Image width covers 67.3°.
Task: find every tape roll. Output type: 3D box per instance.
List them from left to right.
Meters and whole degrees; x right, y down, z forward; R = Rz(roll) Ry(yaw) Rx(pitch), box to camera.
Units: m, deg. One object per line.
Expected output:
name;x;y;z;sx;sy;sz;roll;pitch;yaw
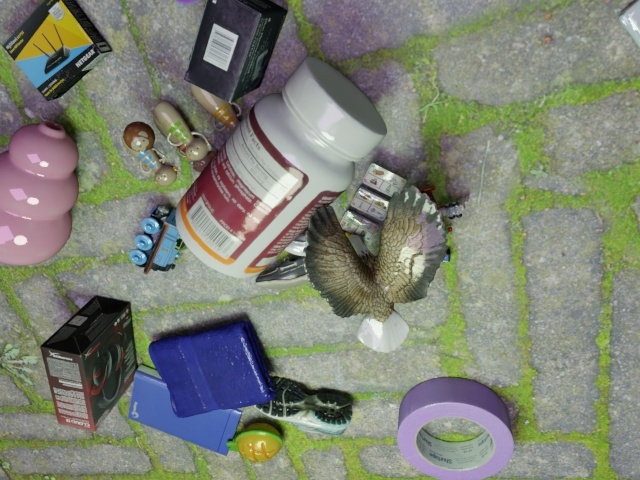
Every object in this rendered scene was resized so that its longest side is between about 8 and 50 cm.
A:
tape roll;0.333;0.476;1.204;0.275;0.090;0.274;5;118;10

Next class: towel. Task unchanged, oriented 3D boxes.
towel;-0.282;0.334;1.255;0.308;0.076;0.227;-16;99;22

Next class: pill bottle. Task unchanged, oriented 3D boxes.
pill bottle;-0.079;-0.127;0.898;0.224;0.224;0.392;41;118;-10

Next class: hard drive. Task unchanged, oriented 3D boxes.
hard drive;-0.397;0.500;1.404;0.319;0.040;0.210;21;120;1

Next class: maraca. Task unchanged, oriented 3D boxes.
maraca;-0.187;0.579;1.367;0.127;0.099;0.186;40;126;-22

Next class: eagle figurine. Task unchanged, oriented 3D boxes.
eagle figurine;0.098;0.053;0.914;0.225;0.226;0.298;28;159;17

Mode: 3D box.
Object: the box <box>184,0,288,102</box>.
box;-0.143;-0.342;0.835;0.093;0.158;0.156;27;120;-2

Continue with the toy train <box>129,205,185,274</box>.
toy train;-0.371;0.004;1.116;0.105;0.080;0.184;27;120;-10

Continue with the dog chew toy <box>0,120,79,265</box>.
dog chew toy;-0.634;-0.107;1.052;0.207;0.206;0.331;30;112;-4

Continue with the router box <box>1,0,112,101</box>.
router box;-0.527;-0.385;0.961;0.179;0.046;0.133;-27;108;24

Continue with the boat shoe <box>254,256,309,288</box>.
boat shoe;-0.060;0.069;1.104;0.206;0.075;0.064;-13;71;24

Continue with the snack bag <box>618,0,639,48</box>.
snack bag;0.686;-0.338;0.727;0.343;0.037;0.323;-35;106;26

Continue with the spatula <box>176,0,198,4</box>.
spatula;-0.276;-0.564;0.820;0.084;0.030;0.296;-8;115;19

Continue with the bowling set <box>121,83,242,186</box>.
bowling set;-0.294;-0.174;0.942;0.287;0.200;0.154;-30;109;29

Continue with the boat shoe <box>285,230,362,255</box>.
boat shoe;0.000;0.000;1.033;0.184;0.066;0.063;14;128;5

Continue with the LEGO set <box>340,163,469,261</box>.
LEGO set;0.184;-0.049;0.998;0.244;0.060;0.182;26;132;0

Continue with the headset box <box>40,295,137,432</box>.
headset box;-0.586;0.329;1.253;0.110;0.218;0.293;10;118;7

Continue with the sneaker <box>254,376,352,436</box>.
sneaker;-0.060;0.459;1.274;0.283;0.110;0.122;14;131;10
